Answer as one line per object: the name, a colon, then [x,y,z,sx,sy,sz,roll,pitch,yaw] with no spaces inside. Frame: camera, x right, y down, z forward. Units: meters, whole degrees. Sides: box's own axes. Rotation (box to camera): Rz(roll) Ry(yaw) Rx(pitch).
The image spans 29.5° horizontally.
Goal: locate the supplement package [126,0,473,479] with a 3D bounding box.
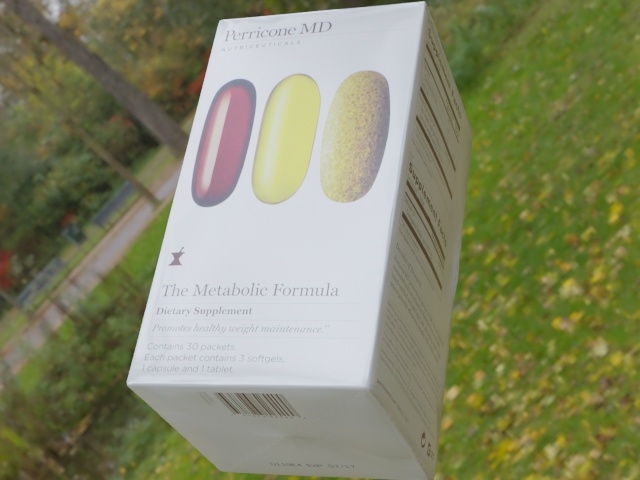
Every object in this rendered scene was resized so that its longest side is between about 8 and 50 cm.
supplement package: [0.000,0.000,0.707,0.139,0.134,0.244,-2,59,20]
